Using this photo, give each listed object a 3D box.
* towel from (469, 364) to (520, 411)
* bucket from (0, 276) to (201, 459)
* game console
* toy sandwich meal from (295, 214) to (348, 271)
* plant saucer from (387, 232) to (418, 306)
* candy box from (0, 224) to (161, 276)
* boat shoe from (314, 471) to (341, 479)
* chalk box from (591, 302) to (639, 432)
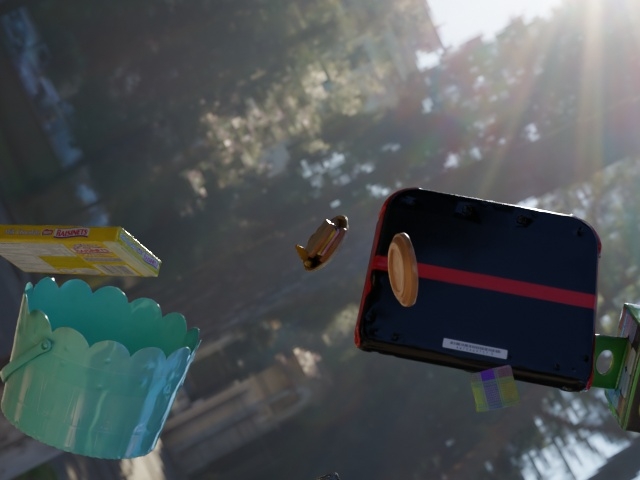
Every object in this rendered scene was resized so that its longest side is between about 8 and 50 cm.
[{"bbox_3d":[0.256,0.218,1.897,0.009,0.083,0.060,-27,-106,57],"label":"towel"},{"bbox_3d":[-0.330,0.187,1.896,0.281,0.281,0.183,-135,-118,-67],"label":"bucket"},{"bbox_3d":[0.269,0.075,2.135,0.060,0.386,0.342,94,7,-55],"label":"game console"},{"bbox_3d":[0.000,0.000,1.480,0.029,0.085,0.085,35,3,-21],"label":"toy sandwich meal"},{"bbox_3d":[0.091,0.033,1.454,0.083,0.013,0.083,174,-90,-76],"label":"plant saucer"},{"bbox_3d":[-0.310,0.012,1.592,0.105,0.206,0.027,51,46,-55],"label":"candy box"},{"bbox_3d":[-0.027,0.376,1.670,0.104,0.110,0.307,63,-15,7],"label":"boat shoe"},{"bbox_3d":[0.585,0.222,2.173,0.179,0.289,0.180,-76,177,-77],"label":"chalk box"}]
